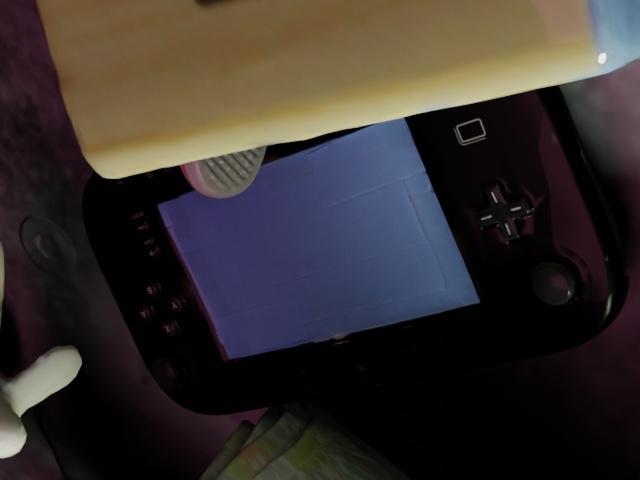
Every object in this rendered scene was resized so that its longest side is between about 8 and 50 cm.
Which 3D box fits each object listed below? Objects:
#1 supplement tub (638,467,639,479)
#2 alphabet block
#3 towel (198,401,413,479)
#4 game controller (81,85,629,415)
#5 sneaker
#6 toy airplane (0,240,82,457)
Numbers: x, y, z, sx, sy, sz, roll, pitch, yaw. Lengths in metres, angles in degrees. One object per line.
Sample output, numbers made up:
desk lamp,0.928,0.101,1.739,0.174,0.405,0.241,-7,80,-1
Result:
supplement tub,0.207,0.161,0.561,0.117,0.117,0.190,13,126,25
alphabet block,0.022,-0.145,0.408,0.197,0.192,0.193,-8,100,37
towel,0.076,0.236,0.574,0.374,0.320,0.090,39,96,5
game controller,0.000,0.000,0.621,0.319,0.067,0.166,-17,109,38
sneaker,-0.067,-0.080,0.596,0.070,0.051,0.134,-20,71,46
toy airplane,-0.248,0.230,0.742,0.384,0.272,0.386,-31,93,21
